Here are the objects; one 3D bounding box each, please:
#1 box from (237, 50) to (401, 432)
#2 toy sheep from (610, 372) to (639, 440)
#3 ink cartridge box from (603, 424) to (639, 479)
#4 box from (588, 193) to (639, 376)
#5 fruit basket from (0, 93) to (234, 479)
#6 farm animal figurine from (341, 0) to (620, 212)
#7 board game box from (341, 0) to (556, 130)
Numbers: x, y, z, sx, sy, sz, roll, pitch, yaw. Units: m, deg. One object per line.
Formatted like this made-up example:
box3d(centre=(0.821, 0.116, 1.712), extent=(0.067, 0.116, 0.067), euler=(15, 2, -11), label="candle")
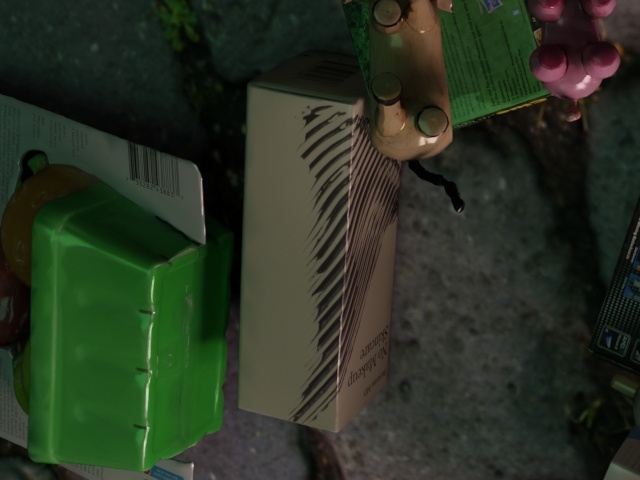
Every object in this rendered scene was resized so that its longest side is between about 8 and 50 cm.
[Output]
box3d(centre=(0.000, 0.000, 1.420), extent=(0.094, 0.113, 0.275), euler=(12, 115, 22), label="box")
box3d(centre=(0.268, 0.126, 1.291), extent=(0.132, 0.091, 0.091), euler=(20, 117, 20), label="toy sheep")
box3d(centre=(0.280, 0.213, 1.365), extent=(0.143, 0.092, 0.090), euler=(25, 118, 15), label="ink cartridge box")
box3d(centre=(0.306, 0.033, 1.310), extent=(0.184, 0.045, 0.190), euler=(25, 120, 19), label="box")
box3d(centre=(-0.233, 0.037, 1.557), extent=(0.353, 0.165, 0.327), euler=(22, 118, 37), label="fruit basket")
box3d(centre=(0.106, -0.234, 1.188), extent=(0.330, 0.172, 0.327), euler=(-38, 85, -2), label="farm animal figurine")
box3d(centre=(0.073, -0.207, 1.306), extent=(0.136, 0.030, 0.259), euler=(-16, 86, 22), label="board game box")
